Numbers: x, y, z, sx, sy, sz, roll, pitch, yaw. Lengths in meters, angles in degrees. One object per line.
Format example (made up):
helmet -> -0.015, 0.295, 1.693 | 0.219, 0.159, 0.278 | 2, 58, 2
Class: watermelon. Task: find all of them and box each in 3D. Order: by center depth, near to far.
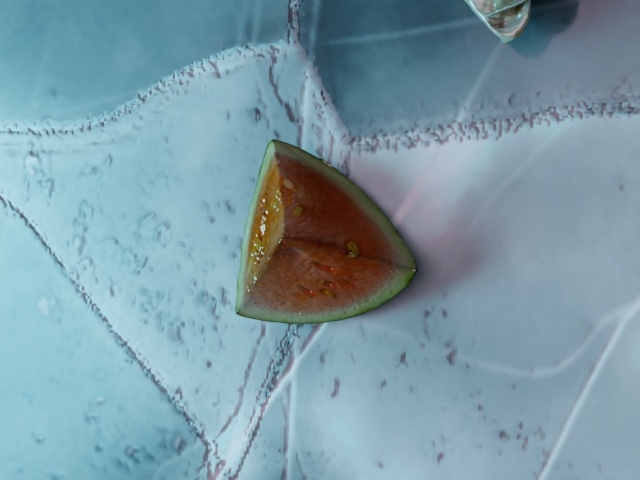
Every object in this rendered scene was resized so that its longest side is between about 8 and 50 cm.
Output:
watermelon -> 0.000, 0.000, 0.884 | 0.135, 0.094, 0.125 | 12, 86, 19

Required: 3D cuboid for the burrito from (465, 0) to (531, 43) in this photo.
burrito -> 0.069, -0.253, 0.888 | 0.082, 0.059, 0.275 | -42, 73, 23
